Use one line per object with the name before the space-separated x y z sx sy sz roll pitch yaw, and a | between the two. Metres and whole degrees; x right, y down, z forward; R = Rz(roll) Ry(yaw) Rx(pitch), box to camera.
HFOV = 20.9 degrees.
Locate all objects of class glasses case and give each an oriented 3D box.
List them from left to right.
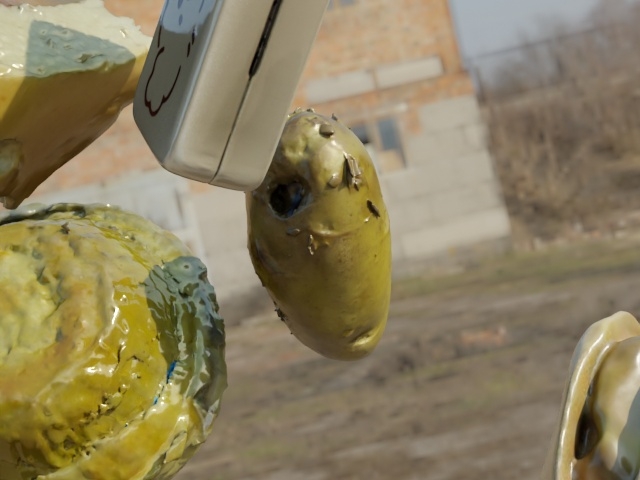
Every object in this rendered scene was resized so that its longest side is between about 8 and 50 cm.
glasses case | -0.039 -0.210 1.213 0.076 0.336 0.144 13 17 -23

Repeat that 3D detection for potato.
potato | 0.000 0.000 1.703 0.140 0.173 0.300 -6 -42 3

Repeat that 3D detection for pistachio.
pistachio | 0.296 0.221 1.520 0.229 0.321 0.238 0 -10 30

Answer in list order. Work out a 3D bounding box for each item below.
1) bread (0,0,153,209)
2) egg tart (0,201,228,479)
bread | -0.284 -0.113 1.372 0.224 0.183 0.211 -26 -23 -55
egg tart | -0.281 0.113 1.729 0.388 0.387 0.169 -12 -30 6
